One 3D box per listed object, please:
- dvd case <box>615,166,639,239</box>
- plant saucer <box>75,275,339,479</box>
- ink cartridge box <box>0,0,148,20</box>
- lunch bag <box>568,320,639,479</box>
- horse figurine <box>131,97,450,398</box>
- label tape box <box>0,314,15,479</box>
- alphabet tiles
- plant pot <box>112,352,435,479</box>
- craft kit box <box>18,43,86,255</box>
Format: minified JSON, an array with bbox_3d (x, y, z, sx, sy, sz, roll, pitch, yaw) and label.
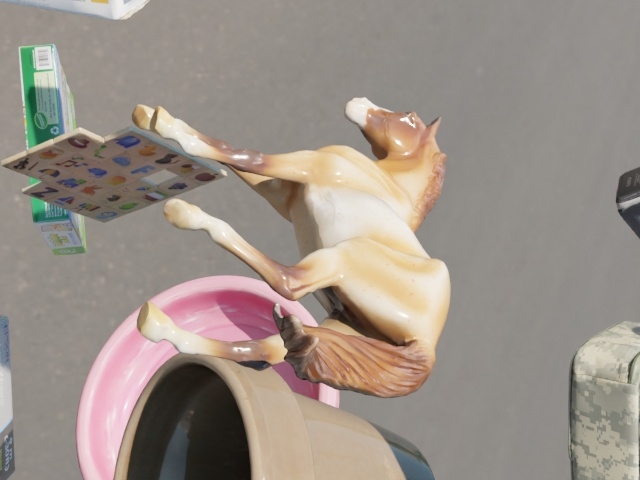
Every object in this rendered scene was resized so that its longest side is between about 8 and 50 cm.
[{"bbox_3d":[0.275,-0.003,0.510,0.179,0.238,0.030,46,41,-25],"label":"dvd case"},{"bbox_3d":[-0.128,0.207,1.445,0.084,0.332,0.332,53,45,-57],"label":"plant saucer"},{"bbox_3d":[-0.206,-0.241,0.702,0.045,0.206,0.208,-55,151,-48],"label":"ink cartridge box"},{"bbox_3d":[0.479,0.272,1.586,0.212,0.256,0.305,-14,106,-50],"label":"lunch bag"},{"bbox_3d":[0.000,0.000,0.579,0.066,0.174,0.263,-62,-157,27],"label":"horse figurine"},{"bbox_3d":[-0.519,0.240,1.775,0.348,0.115,0.249,-55,146,-75],"label":"label tape box"},{"bbox_3d":[-0.259,-0.080,1.464,0.237,0.198,0.009,25,51,-58],"label":"alphabet tiles"},{"bbox_3d":[-0.029,0.237,1.061,0.229,0.263,0.263,13,78,-34],"label":"plant pot"},{"bbox_3d":[-0.380,-0.122,1.738,0.246,0.060,0.250,104,-21,-79],"label":"craft kit box"}]
